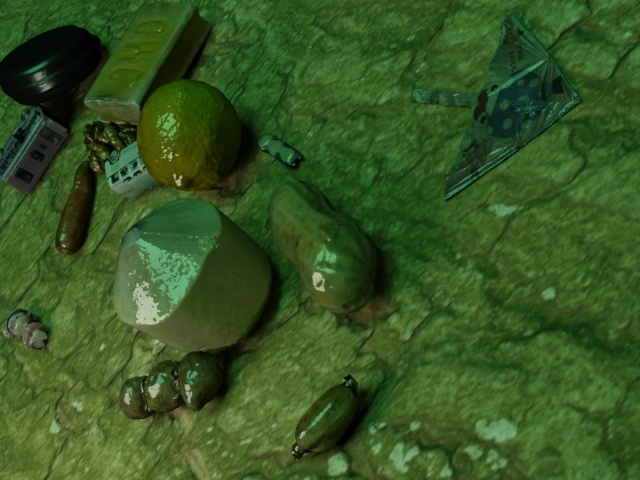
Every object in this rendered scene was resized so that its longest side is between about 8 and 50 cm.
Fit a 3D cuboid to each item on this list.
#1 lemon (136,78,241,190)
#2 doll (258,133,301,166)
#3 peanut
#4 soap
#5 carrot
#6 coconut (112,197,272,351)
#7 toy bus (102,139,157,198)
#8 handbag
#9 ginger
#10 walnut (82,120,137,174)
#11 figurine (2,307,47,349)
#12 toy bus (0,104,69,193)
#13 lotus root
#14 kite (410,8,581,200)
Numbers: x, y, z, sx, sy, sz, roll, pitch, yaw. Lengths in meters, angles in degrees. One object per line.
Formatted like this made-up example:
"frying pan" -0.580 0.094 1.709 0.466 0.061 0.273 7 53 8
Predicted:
"lemon" -0.240 -0.193 1.776 0.192 0.192 0.231 -22 52 32
"doll" -0.073 -0.160 1.721 0.037 0.027 0.125 -50 41 -5
"peanut" 0.000 0.000 1.481 0.130 0.130 0.290 -49 43 8
"soap" -0.362 -0.374 2.042 0.173 0.089 0.274 7 61 34
"carrot" -0.518 -0.077 2.066 0.059 0.059 0.248 -20 50 33
"coconut" -0.217 0.053 1.557 0.239 0.244 0.239 -22 51 29
"toy bus" -0.341 -0.158 1.931 0.194 0.087 0.089 -28 56 27
"handbag" -0.648 -0.427 2.318 0.254 0.093 0.308 -38 32 -15
"ginger" -0.249 0.241 1.590 0.204 0.080 0.104 -18 46 31
"walnut" -0.463 -0.221 2.094 0.143 0.069 0.170 -45 45 9
"figurine" -0.599 0.187 1.979 0.129 0.054 0.072 26 99 41
"toy bus" -0.677 -0.215 2.267 0.199 0.096 0.108 -56 41 0
"lotus root" 0.006 0.255 1.359 0.152 0.063 0.072 -51 4 10
"kite" 0.251 -0.209 1.464 0.314 0.011 0.335 9 71 45
